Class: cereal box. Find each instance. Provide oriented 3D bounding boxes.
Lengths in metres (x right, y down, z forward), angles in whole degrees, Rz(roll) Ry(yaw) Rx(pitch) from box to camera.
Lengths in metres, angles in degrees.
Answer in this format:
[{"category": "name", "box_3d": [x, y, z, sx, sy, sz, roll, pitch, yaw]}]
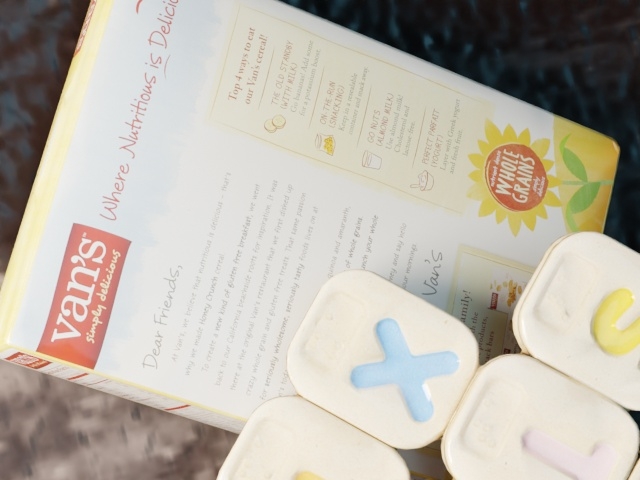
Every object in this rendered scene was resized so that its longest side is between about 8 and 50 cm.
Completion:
[{"category": "cereal box", "box_3d": [0.000, 0.000, 0.714, 0.240, 0.047, 0.173, 20, 75, -19]}]

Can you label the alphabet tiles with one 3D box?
[{"category": "alphabet tiles", "box_3d": [0.087, 0.145, 0.659, 0.278, 0.021, 0.284, 30, 83, -1]}]
